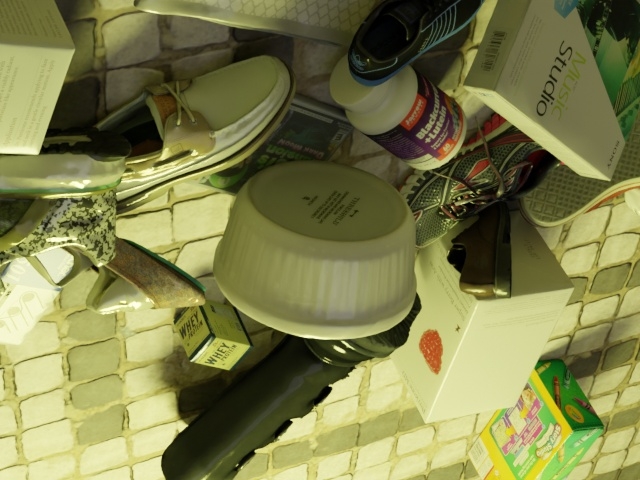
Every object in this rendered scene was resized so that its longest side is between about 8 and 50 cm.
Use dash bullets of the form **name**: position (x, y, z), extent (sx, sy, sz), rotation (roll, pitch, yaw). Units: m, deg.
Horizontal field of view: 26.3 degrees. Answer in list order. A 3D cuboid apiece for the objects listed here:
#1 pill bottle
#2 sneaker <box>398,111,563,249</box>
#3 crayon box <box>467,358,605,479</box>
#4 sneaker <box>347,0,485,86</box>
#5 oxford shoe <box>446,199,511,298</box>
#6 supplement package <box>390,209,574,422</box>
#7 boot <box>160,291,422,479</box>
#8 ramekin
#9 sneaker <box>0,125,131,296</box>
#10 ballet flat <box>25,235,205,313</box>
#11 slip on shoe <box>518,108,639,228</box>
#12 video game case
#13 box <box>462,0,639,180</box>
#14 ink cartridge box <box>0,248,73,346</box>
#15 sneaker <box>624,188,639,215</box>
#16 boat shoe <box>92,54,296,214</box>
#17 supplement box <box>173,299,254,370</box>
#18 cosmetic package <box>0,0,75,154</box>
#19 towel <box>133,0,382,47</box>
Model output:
- **pill bottle**: position (0.099, -0.174, 1.787), extent (0.108, 0.108, 0.193), rotation (-42, 141, 17)
- **sneaker**: position (0.230, -0.087, 1.966), extent (0.299, 0.112, 0.121), rotation (-40, 141, 16)
- **crayon box**: position (0.396, 0.374, 2.554), extent (0.081, 0.165, 0.278), rotation (0, 135, -32)
- **sneaker**: position (0.127, -0.278, 1.657), extent (0.232, 0.081, 0.090), rotation (-44, 173, -7)
- **oxford shoe**: position (0.233, -0.001, 2.010), extent (0.096, 0.227, 0.082), rotation (-2, 122, 10)
- **supplement package**: position (0.241, 0.122, 2.158), extent (0.175, 0.177, 0.293), rotation (-8, 137, -24)
- **boot**: position (-0.074, 0.217, 2.013), extent (0.445, 0.146, 0.367), rotation (-38, 170, 16)
- **ramekin**: position (0.000, 0.000, 1.777), extent (0.273, 0.273, 0.127), rotation (-7, 124, -25)
- **sneaker**: position (-0.410, -0.012, 1.545), extent (0.411, 0.158, 0.182), rotation (-7, 106, -8)
- **ballet flat**: position (-0.285, 0.027, 1.717), extent (0.316, 0.108, 0.106), rotation (37, 72, -27)
- **slip on shoe**: position (0.442, -0.116, 2.082), extent (0.331, 0.123, 0.101), rotation (-29, 175, -7)
- **video game case**: position (-0.068, -0.123, 1.815), extent (0.190, 0.022, 0.173), rotation (15, 126, -42)
- **box**: position (0.331, -0.240, 1.805), extent (0.322, 0.058, 0.232), rotation (27, 83, -48)
- **ink cartridge box**: position (-0.392, 0.052, 1.797), extent (0.097, 0.046, 0.207), rotation (13, 126, -42)
- **sneaker**: position (0.630, -0.115, 2.178), extent (0.292, 0.118, 0.110), rotation (-40, 139, 13)
- **boat shoe**: position (-0.171, -0.137, 1.662), extent (0.302, 0.113, 0.103), rotation (-33, 148, 7)
- **supplement box**: position (-0.157, 0.137, 2.007), extent (0.083, 0.083, 0.056), rotation (18, 122, -42)
- **cosmetic package**: position (-0.380, -0.194, 1.434), extent (0.184, 0.151, 0.151), rotation (1, 133, -33)
- **towel**: position (-0.018, -0.366, 1.542), extent (0.332, 0.053, 0.317), rotation (5, 132, -36)
